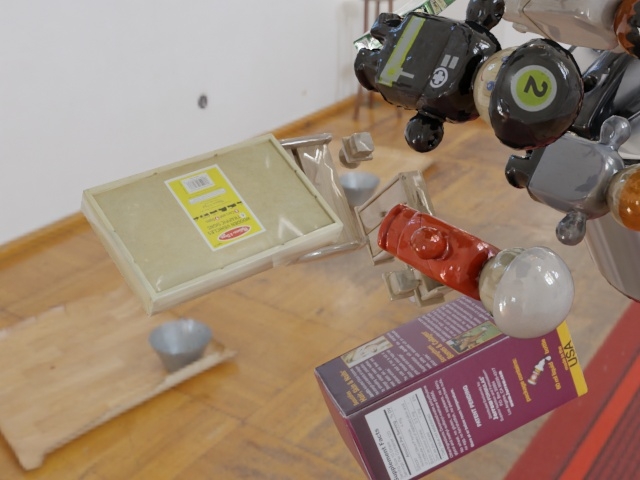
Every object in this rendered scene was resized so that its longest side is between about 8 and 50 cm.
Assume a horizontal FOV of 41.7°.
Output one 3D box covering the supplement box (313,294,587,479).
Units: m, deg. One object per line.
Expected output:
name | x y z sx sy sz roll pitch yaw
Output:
supplement box | 0.102 0.114 0.684 0.188 0.081 0.104 -25 17 -8

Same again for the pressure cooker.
pressure cooker | 0.503 -0.139 1.165 0.375 0.420 0.370 1 51 35

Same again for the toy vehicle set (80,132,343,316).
toy vehicle set | -0.125 -0.028 1.003 0.267 0.035 0.166 -22 63 -32

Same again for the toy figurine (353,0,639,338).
toy figurine | 0.143 -0.066 0.546 0.209 0.213 0.148 -27 35 -29

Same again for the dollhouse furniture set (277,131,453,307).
dollhouse furniture set | 0.000 0.000 1.384 0.355 0.303 0.174 -10 -16 -27

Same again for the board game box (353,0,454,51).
board game box | 0.164 -0.356 1.253 0.136 0.030 0.260 -15 21 43
